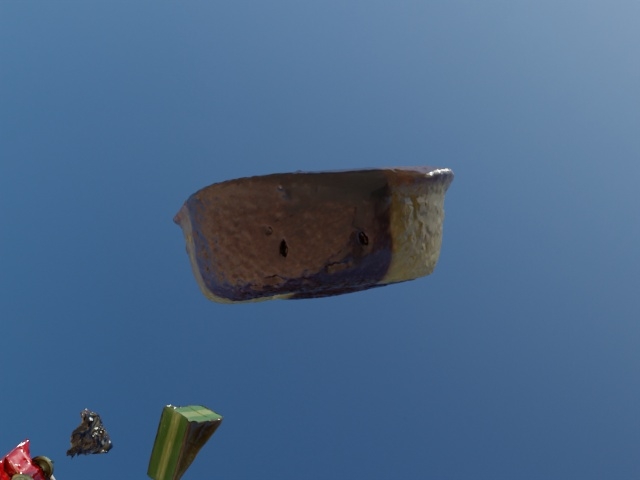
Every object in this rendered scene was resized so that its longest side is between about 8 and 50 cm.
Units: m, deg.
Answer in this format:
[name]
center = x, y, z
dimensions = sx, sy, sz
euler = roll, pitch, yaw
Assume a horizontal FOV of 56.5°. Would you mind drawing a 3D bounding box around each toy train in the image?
[toy train]
center = -0.463, 0.435, 0.946
dimensions = 0.131, 0.083, 0.203
euler = -31, -86, 11

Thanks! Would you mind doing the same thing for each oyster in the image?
[oyster]
center = -0.366, 0.313, 0.964
dimensions = 0.029, 0.132, 0.086
euler = 14, -94, 11

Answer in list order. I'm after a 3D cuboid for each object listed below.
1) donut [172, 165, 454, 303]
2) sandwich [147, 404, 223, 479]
[donut]
center = 0.000, 0.000, 0.395
dimensions = 0.166, 0.184, 0.073
euler = -16, -101, 52
[sandwich]
center = -0.218, 0.332, 0.963
dimensions = 0.074, 0.074, 0.116
euler = 14, -92, 40
